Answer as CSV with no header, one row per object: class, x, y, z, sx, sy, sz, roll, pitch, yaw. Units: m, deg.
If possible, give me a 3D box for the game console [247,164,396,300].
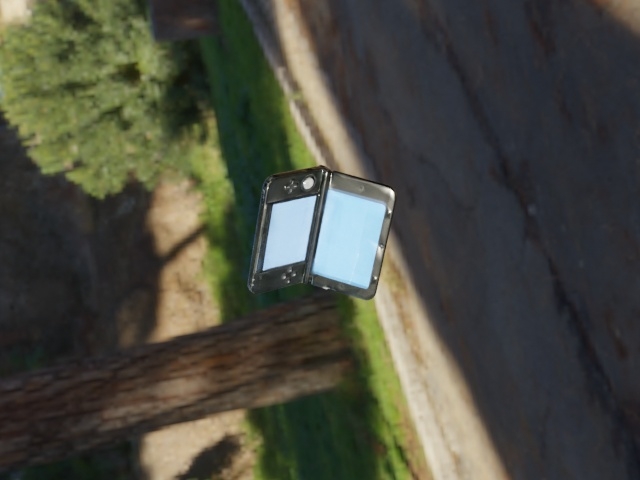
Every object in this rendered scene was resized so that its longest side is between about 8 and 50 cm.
game console,0.000,0.000,1.090,0.071,0.107,0.122,34,124,39
